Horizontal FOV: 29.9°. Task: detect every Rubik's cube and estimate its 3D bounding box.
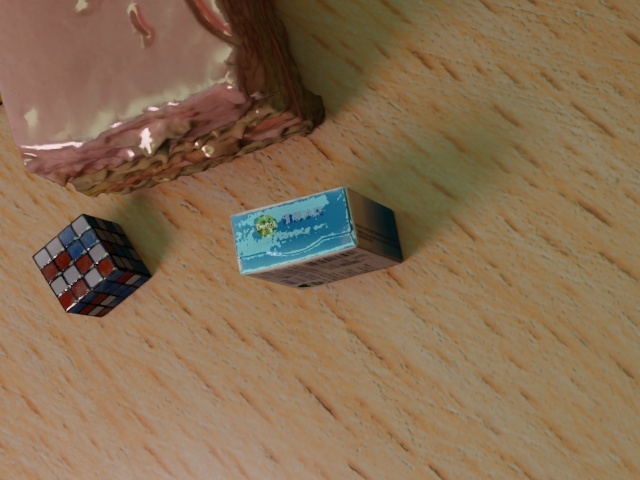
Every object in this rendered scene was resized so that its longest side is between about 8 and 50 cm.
[{"bbox_3d":[-0.290,0.033,1.527,0.092,0.092,0.092,-39,71,10],"label":"Rubik's cube"}]

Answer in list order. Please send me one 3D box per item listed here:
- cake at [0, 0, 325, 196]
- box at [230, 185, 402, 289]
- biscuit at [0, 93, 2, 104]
[{"bbox_3d":[-0.204,-0.219,1.407,0.314,0.307,0.293,-23,82,13],"label":"cake"},{"bbox_3d":[0.000,0.001,1.375,0.139,0.194,0.073,-14,79,17],"label":"box"},{"bbox_3d":[-0.483,-0.279,1.611,0.290,0.041,0.208,16,115,6],"label":"biscuit"}]
